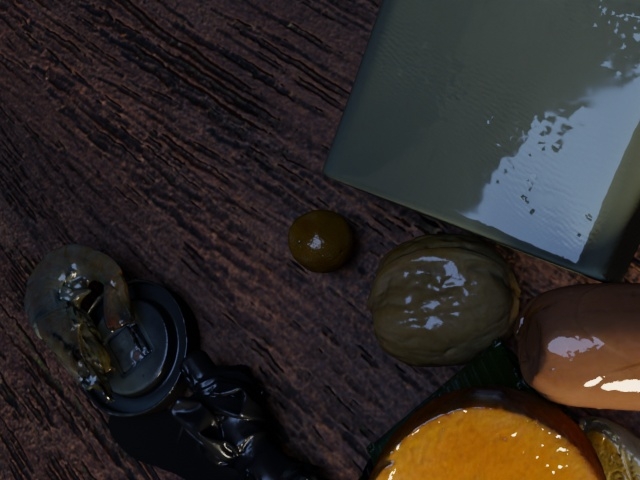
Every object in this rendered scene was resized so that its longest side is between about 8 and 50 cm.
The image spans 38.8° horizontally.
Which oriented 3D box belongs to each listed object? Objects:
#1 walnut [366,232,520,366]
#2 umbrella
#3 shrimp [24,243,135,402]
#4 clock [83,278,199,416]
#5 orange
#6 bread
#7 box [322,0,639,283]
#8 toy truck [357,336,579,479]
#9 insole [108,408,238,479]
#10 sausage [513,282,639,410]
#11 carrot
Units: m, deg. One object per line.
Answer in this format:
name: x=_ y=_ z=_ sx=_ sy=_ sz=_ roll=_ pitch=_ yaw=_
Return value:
walnut: x=0.131 y=0.062 z=0.980 sx=0.167 sy=0.149 sz=0.166 roll=-9 pitch=46 yaw=9
umbrella: x=-0.086 y=0.243 z=1.080 sx=0.122 sy=0.110 sz=0.272 roll=-29 pitch=66 yaw=-23
shrimp: x=-0.302 y=0.098 z=1.202 sx=0.145 sy=0.059 sz=0.254 roll=-49 pitch=55 yaw=-2
clock: x=-0.244 y=0.144 z=1.216 sx=0.184 sy=0.040 sz=0.184 roll=-6 pitch=75 yaw=25
orange: x=0.000 y=0.000 z=1.098 sx=0.085 sy=0.085 sz=0.085 roll=-5 pitch=79 yaw=27
bread: x=0.333 y=0.254 z=0.894 sx=0.214 sy=0.053 sz=0.073 roll=43 pitch=116 yaw=30
box: x=0.219 y=-0.168 z=0.964 sx=0.352 sy=0.177 sz=0.343 roll=23 pitch=95 yaw=28
toy truck: x=0.137 y=0.235 z=0.949 sx=0.259 sy=0.121 sz=0.088 roll=-44 pitch=28 yaw=15
insole: x=-0.191 y=0.272 z=1.189 sx=0.232 sy=0.003 sz=0.080 roll=22 pitch=92 yaw=28
sausage: x=0.335 y=0.100 z=0.840 sx=0.304 sy=0.121 sz=0.121 roll=1 pitch=81 yaw=8
carrot: x=0.158 y=0.281 z=0.876 sx=0.258 sy=0.100 sz=0.307 roll=-3 pitch=105 yaw=0
